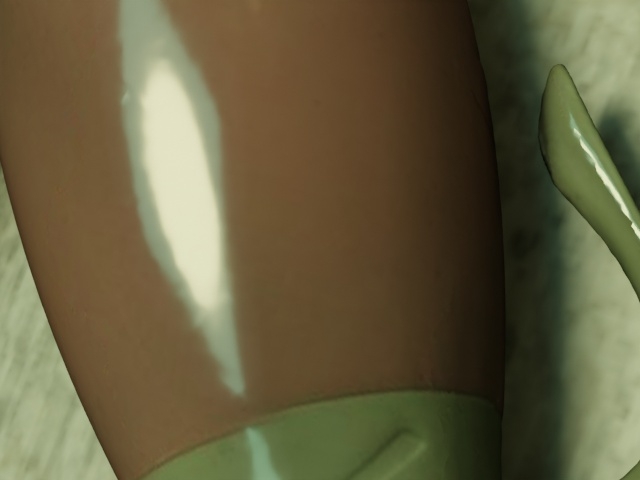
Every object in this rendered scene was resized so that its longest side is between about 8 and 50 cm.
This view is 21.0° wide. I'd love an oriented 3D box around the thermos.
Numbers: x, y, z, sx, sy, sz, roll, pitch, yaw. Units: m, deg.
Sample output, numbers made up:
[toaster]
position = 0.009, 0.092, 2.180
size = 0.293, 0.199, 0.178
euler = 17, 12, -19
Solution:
[thermos]
position = 0.000, 0.000, 0.476
size = 0.176, 0.146, 0.265
euler = -17, 67, 6
